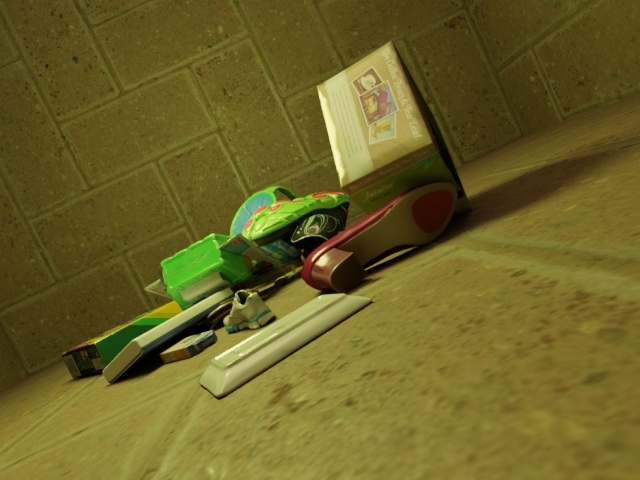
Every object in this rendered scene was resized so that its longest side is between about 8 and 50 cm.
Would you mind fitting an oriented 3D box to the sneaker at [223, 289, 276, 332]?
[{"bbox_3d":[-0.169,0.151,0.996,0.071,0.083,0.190,-31,5,-39],"label":"sneaker"}]

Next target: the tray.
[{"bbox_3d":[-0.059,0.147,0.701,0.270,0.030,0.145,-28,5,-26],"label":"tray"}]

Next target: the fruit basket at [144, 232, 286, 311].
[{"bbox_3d":[-0.303,0.132,1.397,0.326,0.166,0.353,-28,-34,6],"label":"fruit basket"}]

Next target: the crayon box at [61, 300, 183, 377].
[{"bbox_3d":[-0.686,0.347,1.588,0.362,0.106,0.313,-22,4,44],"label":"crayon box"}]

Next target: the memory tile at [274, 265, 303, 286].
[{"bbox_3d":[-0.104,0.120,1.532,0.113,0.012,0.148,-26,3,-1],"label":"memory tile"}]

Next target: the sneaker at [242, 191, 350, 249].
[{"bbox_3d":[-0.050,-0.044,1.526,0.185,0.203,0.482,5,16,42],"label":"sneaker"}]

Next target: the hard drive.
[{"bbox_3d":[-0.392,0.244,1.196,0.210,0.040,0.318,-40,-6,35],"label":"hard drive"}]

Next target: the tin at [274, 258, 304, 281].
[{"bbox_3d":[-0.145,0.118,1.679,0.189,0.040,0.106,-24,0,25],"label":"tin"}]

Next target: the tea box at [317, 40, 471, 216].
[{"bbox_3d":[0.183,-0.229,1.112,0.219,0.329,0.323,-24,-34,21],"label":"tea box"}]

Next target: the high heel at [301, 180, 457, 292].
[{"bbox_3d":[0.122,-0.022,0.983,0.377,0.127,0.181,-31,16,-20],"label":"high heel"}]

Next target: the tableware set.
[{"bbox_3d":[-0.232,0.188,1.245,0.128,0.039,0.194,-40,-10,31],"label":"tableware set"}]

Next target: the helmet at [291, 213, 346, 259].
[{"bbox_3d":[0.000,0.000,1.353,0.169,0.170,0.162,-24,21,25],"label":"helmet"}]

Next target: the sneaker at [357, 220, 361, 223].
[{"bbox_3d":[0.207,-0.062,1.558,0.211,0.080,0.081,-35,8,15],"label":"sneaker"}]

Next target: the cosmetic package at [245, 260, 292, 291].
[{"bbox_3d":[-0.335,0.128,1.819,0.453,0.162,0.230,-29,5,-40],"label":"cosmetic package"}]

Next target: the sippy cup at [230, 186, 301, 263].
[{"bbox_3d":[-0.178,-0.030,1.680,0.305,0.224,0.240,-44,39,10],"label":"sippy cup"}]

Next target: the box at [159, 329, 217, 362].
[{"bbox_3d":[-0.296,0.241,1.024,0.136,0.028,0.081,-20,7,40],"label":"box"}]

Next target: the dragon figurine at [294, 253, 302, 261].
[{"bbox_3d":[-0.070,-0.020,1.834,0.085,0.290,0.144,-22,-33,22],"label":"dragon figurine"}]
